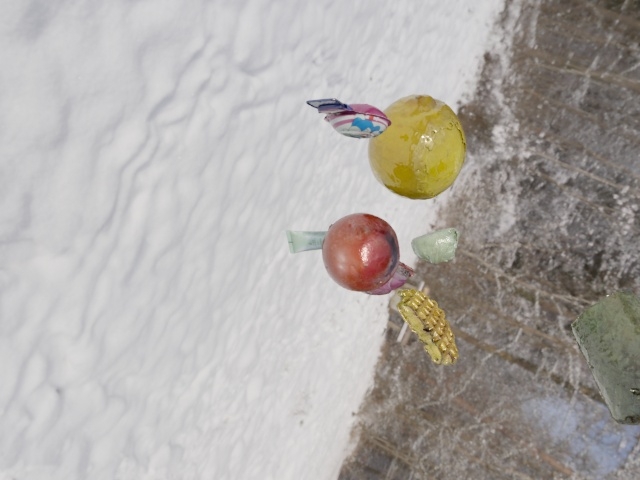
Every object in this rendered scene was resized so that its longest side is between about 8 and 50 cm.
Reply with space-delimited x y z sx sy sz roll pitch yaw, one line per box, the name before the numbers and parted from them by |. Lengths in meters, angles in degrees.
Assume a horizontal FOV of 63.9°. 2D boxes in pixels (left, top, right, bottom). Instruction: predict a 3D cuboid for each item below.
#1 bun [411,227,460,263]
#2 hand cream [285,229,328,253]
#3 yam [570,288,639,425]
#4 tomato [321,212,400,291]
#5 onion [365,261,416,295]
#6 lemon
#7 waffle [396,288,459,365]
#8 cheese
bun | 0.476 0.024 2.071 0.213 0.126 0.204 -17 -177 -32
hand cream | 0.000 0.000 1.503 0.050 0.205 0.078 -59 142 -60
yam | 0.732 0.286 1.210 0.195 0.195 0.299 106 -18 -45
tomato | 0.109 0.031 1.335 0.208 0.185 0.207 -13 112 -34
onion | 0.173 0.102 1.724 0.159 0.349 0.267 -49 -144 14
lemon | 0.274 -0.263 1.474 0.297 0.297 0.296 24 90 -83
waffle | 0.378 0.294 1.772 0.065 0.310 0.283 -38 -138 31
cheese | 0.065 -0.270 1.126 0.244 0.155 0.062 6 88 -56
